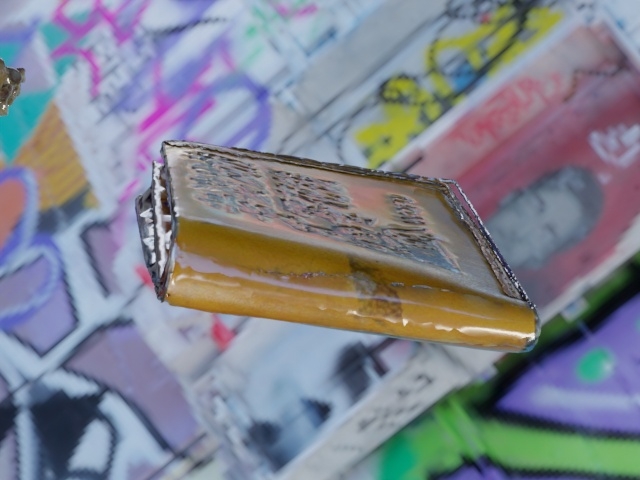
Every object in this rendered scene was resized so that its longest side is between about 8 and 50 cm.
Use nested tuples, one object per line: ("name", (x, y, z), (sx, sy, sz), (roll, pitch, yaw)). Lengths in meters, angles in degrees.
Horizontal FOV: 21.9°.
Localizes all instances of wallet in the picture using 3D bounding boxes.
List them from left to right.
("wallet", (0.000, -0.003, 0.742), (0.161, 0.042, 0.195), (6, 14, -9))

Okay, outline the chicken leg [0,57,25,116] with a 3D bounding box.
("chicken leg", (-0.272, -0.151, 1.090), (0.196, 0.080, 0.125), (60, 37, -21))
